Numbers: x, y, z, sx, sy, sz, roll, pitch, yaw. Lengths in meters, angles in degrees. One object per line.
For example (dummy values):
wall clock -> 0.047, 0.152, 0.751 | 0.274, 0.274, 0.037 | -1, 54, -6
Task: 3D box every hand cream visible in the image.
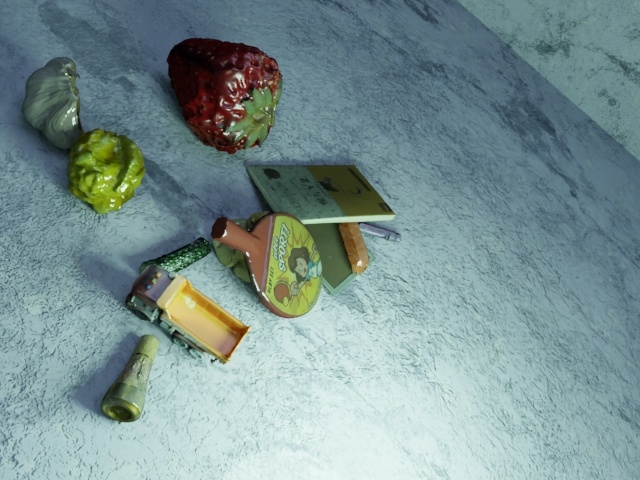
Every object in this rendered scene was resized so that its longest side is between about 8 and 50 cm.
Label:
hand cream -> -0.392, 0.281, 1.441 | 0.084, 0.084, 0.203 | 27, 39, -14

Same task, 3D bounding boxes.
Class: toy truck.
toy truck -> -0.300, 0.169, 1.530 | 0.270, 0.135, 0.114 | 36, 56, -5

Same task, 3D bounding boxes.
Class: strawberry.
strawberry -> -0.280, -0.438, 1.930 | 0.295, 0.317, 0.345 | -41, 66, -15

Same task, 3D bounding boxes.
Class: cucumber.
cucumber -> -0.347, 0.047, 1.659 | 0.187, 0.058, 0.058 | -28, 75, -43

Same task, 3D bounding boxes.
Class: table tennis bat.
table tennis bat -> -0.118, 0.043, 1.694 | 0.415, 0.051, 0.268 | 34, 56, -49

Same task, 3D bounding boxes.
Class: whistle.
whistle -> 0.169, -0.027, 2.080 | 0.177, 0.033, 0.033 | 14, 50, -24

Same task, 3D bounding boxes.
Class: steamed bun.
steamed bun -> -0.168, 0.013, 1.768 | 0.177, 0.106, 0.192 | -24, 74, -41

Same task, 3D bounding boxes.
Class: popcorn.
popcorn -> -0.517, -0.172, 1.644 | 0.198, 0.155, 0.197 | 11, 62, -21

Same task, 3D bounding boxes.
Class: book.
book -> 0.004, -0.140, 2.005 | 0.389, 0.032, 0.269 | -5, 44, -35

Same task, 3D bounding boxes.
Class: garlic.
garlic -> -0.655, -0.342, 1.671 | 0.143, 0.178, 0.229 | -1, 73, -18

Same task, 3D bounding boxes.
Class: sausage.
sausage -> 0.098, 0.022, 1.948 | 0.065, 0.065, 0.169 | 4, 54, -32

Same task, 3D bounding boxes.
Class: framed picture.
framed picture -> 0.000, 0.000, 1.956 | 0.296, 0.019, 0.232 | 48, 45, 6
